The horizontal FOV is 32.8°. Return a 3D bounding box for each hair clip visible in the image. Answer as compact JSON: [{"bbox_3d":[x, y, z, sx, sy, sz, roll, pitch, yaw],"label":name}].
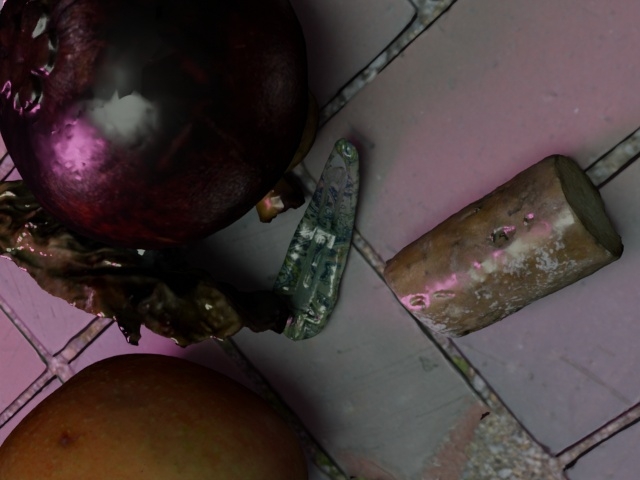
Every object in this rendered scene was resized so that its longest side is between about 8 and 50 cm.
[{"bbox_3d":[0.001,0.000,1.055,0.066,0.036,0.229,28,123,18],"label":"hair clip"}]

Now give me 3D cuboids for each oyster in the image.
[{"bbox_3d":[-0.204,0.009,1.081,0.361,0.221,0.096,26,93,32],"label":"oyster"}]

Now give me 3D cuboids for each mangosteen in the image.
[{"bbox_3d":[-0.134,-0.135,0.949,0.297,0.293,0.297,18,110,61],"label":"mangosteen"}]

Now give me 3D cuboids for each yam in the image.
[{"bbox_3d":[0.155,0.013,0.957,0.194,0.107,0.107,-32,92,28],"label":"yam"}]

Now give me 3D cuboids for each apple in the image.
[{"bbox_3d":[-0.175,0.259,1.061,0.277,0.319,0.319,32,116,7],"label":"apple"}]

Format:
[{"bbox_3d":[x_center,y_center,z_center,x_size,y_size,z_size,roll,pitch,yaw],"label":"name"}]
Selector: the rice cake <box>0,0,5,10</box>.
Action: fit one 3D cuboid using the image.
[{"bbox_3d":[-0.304,-0.332,1.072,0.127,0.043,0.237,34,117,8],"label":"rice cake"}]
